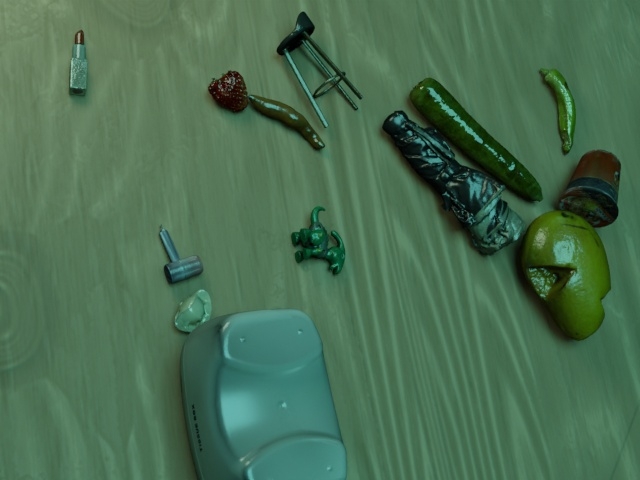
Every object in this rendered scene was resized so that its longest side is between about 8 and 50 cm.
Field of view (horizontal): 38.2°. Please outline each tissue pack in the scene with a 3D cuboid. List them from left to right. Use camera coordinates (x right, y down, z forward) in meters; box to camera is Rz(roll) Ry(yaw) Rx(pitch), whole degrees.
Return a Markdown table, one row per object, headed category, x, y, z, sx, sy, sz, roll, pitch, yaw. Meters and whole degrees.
| category | x | y | z | sx | sy | sz | roll | pitch | yaw |
| --- | --- | --- | --- | --- | --- | --- | --- | --- | --- |
| tissue pack | -0.106 | 0.288 | 1.520 | 0.229 | 0.236 | 0.333 | -4 | 74 | -30 |

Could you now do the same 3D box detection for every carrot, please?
| category | x | y | z | sx | sy | sz | roll | pitch | yaw |
| --- | --- | --- | --- | --- | --- | --- | --- | --- | --- |
| carrot | 0.329 | -0.201 | 1.924 | 0.358 | 0.074 | 0.074 | 42 | 64 | -5 |

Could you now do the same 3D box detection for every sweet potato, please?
| category | x | y | z | sx | sy | sz | roll | pitch | yaw |
| --- | --- | --- | --- | --- | --- | --- | --- | --- | --- |
| sweet potato | -0.062 | -0.240 | 1.812 | 0.179 | 0.044 | 0.044 | 31 | 65 | -9 |

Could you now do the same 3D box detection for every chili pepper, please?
| category | x | y | z | sx | sy | sz | roll | pitch | yaw |
| --- | --- | --- | --- | --- | --- | --- | --- | --- | --- |
| chili pepper | 0.539 | -0.293 | 2.041 | 0.049 | 0.043 | 0.208 | -4 | 74 | -34 |

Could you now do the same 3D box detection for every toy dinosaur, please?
| category | x | y | z | sx | sy | sz | roll | pitch | yaw |
| --- | --- | --- | --- | --- | --- | --- | --- | --- | --- |
| toy dinosaur | 0.000 | 0.000 | 1.749 | 0.096 | 0.059 | 0.132 | -3 | 81 | -29 |

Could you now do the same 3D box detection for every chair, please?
| category | x | y | z | sx | sy | sz | roll | pitch | yaw |
| --- | --- | --- | --- | --- | --- | --- | --- | --- | --- |
| chair | -0.010 | -0.339 | 1.839 | 0.095 | 0.104 | 0.221 | -32 | 87 | -8 |

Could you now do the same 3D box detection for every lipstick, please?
| category | x | y | z | sx | sy | sz | roll | pitch | yaw |
| --- | --- | --- | --- | --- | --- | --- | --- | --- | --- |
| lipstick | -0.448 | -0.334 | 1.714 | 0.030 | 0.030 | 0.129 | 4 | 71 | -18 |

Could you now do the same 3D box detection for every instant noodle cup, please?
| category | x | y | z | sx | sy | sz | roll | pitch | yaw |
| --- | --- | --- | --- | --- | --- | --- | --- | --- | --- |
| instant noodle cup | 0.581 | -0.116 | 1.959 | 0.127 | 0.127 | 0.135 | 31 | 56 | -7 |

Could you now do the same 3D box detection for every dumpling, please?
| category | x | y | z | sx | sy | sz | roll | pitch | yaw |
| --- | --- | --- | --- | --- | --- | --- | --- | --- | --- |
| dumpling | -0.222 | 0.130 | 1.632 | 0.059 | 0.043 | 0.077 | 42 | 47 | -20 |

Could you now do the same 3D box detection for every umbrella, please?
| category | x | y | z | sx | sy | sz | roll | pitch | yaw |
| --- | --- | --- | --- | --- | --- | --- | --- | --- | --- |
| umbrella | 0.261 | -0.124 | 1.851 | 0.113 | 0.106 | 0.357 | -43 | 88 | -11 |

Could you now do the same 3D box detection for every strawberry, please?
| category | x | y | z | sx | sy | sz | roll | pitch | yaw |
| --- | --- | --- | --- | --- | --- | --- | --- | --- | --- |
| strawberry | -0.172 | -0.285 | 1.776 | 0.073 | 0.073 | 0.083 | -41 | 104 | -26 |

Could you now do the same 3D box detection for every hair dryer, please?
| category | x | y | z | sx | sy | sz | roll | pitch | yaw |
| --- | --- | --- | --- | --- | --- | --- | --- | --- | --- |
| hair dryer | -0.261 | 0.018 | 1.661 | 0.063 | 0.037 | 0.114 | -20 | 72 | -26 |

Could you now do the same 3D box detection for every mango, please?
| category | x | y | z | sx | sy | sz | roll | pitch | yaw |
| --- | --- | --- | --- | --- | --- | --- | --- | --- | --- |
| mango | 0.497 | 0.068 | 1.858 | 0.167 | 0.130 | 0.262 | -22 | 85 | -19 |
